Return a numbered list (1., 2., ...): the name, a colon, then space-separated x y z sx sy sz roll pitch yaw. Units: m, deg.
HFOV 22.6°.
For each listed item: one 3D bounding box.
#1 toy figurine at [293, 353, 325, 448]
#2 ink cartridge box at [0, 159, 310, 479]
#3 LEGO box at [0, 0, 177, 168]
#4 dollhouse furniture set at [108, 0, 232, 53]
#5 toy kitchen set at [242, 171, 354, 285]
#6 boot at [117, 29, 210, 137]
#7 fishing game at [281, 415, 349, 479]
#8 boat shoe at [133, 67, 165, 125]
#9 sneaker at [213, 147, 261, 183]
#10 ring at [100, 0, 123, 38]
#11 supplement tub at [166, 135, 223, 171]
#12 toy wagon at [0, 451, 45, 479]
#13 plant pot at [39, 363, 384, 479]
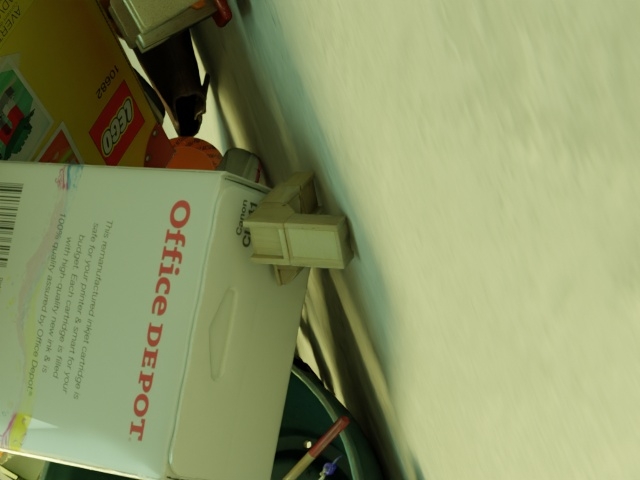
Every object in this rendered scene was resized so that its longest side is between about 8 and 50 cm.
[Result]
1. toy figurine: -0.091 0.198 1.549 0.148 0.210 0.213 49 156 51
2. ink cartridge box: -0.173 0.061 1.234 0.131 0.306 0.226 19 -101 -54
3. LEGO box: -0.371 -0.018 1.418 0.193 0.500 0.372 17 152 25
4. dollhouse furniture set: -0.135 -0.281 1.235 0.259 0.135 0.262 62 174 -7
5. toy kitchen set: 0.000 0.000 1.133 0.083 0.075 0.068 -47 -46 -52
6. boot: -0.180 -0.200 1.720 0.248 0.090 0.206 116 138 -74
7. fishing game: 0.024 0.268 1.126 0.189 0.041 0.264 -50 54 33
8. boat shoe: -0.224 -0.195 1.613 0.206 0.065 0.075 44 143 -22
9. sneaker: -0.136 -0.005 1.408 0.111 0.252 0.103 28 137 9
10. ring: -0.211 -0.360 1.540 0.336 0.032 0.336 172 90 -74
11. supplement tub: -0.139 -0.025 1.736 0.190 0.117 0.117 87 163 -61
12. toy wagon: -0.238 0.142 1.559 0.068 0.267 0.344 31 166 -3
13. plant pot: -0.062 0.237 1.340 0.196 0.293 0.293 25 -140 -62
